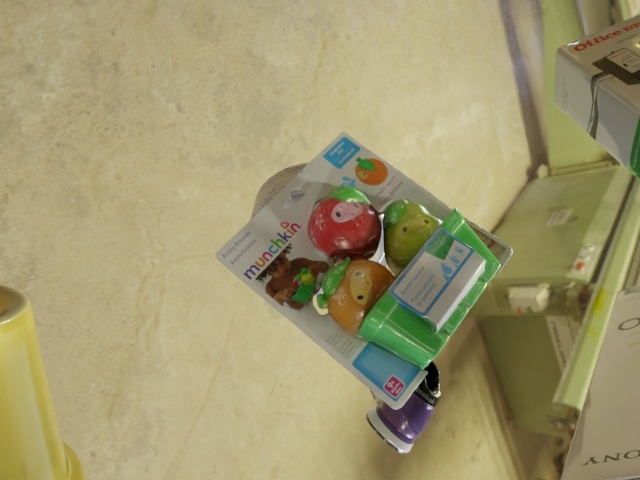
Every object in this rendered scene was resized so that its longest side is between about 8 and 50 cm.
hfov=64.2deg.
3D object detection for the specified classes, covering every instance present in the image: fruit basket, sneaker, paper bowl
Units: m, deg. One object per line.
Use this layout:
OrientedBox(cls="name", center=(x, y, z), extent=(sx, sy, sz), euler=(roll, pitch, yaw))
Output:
OrientedBox(cls="fruit basket", center=(0.076, 0.015, 0.782), extent=(0.353, 0.165, 0.327), euler=(41, 67, 8))
OrientedBox(cls="sneaker", center=(0.158, 0.252, 0.875), extent=(0.107, 0.283, 0.124), euler=(39, 95, 3))
OrientedBox(cls="paper bowl", center=(0.000, 0.000, 0.984), extent=(0.284, 0.284, 0.148), euler=(45, 38, -35))

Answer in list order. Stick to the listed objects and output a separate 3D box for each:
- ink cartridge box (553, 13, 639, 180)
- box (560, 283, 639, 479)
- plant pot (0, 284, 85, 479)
OrientedBox(cls="ink cartridge box", center=(0.389, -0.168, 0.579), extent=(0.087, 0.152, 0.209), euler=(66, 3, -46))
OrientedBox(cls="box", center=(0.304, 0.069, 0.330), extent=(0.322, 0.232, 0.059), euler=(-26, 86, -52))
OrientedBox(cls="plant pot", center=(-0.314, 0.164, 0.385), extent=(0.253, 0.253, 0.239), euler=(-5, 105, -48))
